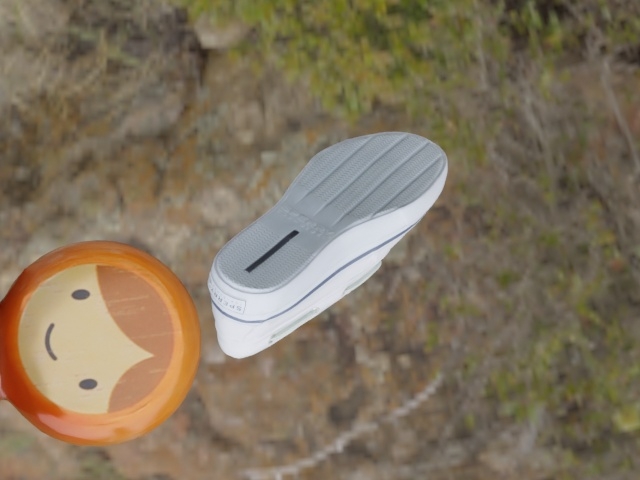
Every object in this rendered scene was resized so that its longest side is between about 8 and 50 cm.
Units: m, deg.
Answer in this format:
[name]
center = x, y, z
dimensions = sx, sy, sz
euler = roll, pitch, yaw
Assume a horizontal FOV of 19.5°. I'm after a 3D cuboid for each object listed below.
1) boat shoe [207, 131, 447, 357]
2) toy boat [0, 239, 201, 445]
[boat shoe]
center = 0.000, 0.000, 1.283
dimensions = 0.226, 0.083, 0.076
euler = -32, 148, -37
[toy boat]
center = -0.109, 0.035, 0.527
dimensions = 0.151, 0.231, 0.151
euler = -7, 113, -7
